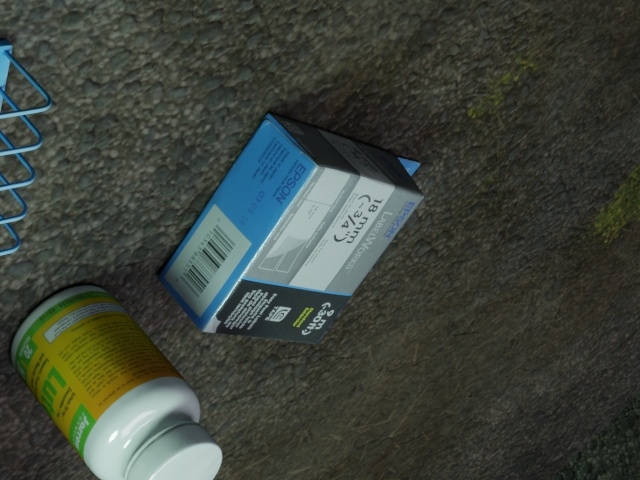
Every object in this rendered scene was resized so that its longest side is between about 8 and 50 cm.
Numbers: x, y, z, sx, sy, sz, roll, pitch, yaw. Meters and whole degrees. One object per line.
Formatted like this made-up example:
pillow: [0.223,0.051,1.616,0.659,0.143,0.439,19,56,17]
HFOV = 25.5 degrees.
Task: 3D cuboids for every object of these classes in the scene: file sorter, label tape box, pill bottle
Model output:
file sorter: [-0.319,-0.073,1.250,0.118,0.104,0.170,-14,137,-39]
label tape box: [0.000,0.000,1.702,0.334,0.106,0.240,12,119,-54]
pill bottle: [-0.215,0.173,1.517,0.136,0.246,0.136,-30,145,-23]
